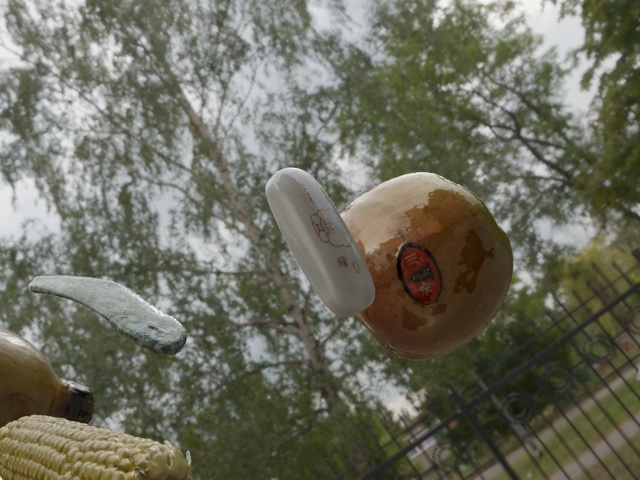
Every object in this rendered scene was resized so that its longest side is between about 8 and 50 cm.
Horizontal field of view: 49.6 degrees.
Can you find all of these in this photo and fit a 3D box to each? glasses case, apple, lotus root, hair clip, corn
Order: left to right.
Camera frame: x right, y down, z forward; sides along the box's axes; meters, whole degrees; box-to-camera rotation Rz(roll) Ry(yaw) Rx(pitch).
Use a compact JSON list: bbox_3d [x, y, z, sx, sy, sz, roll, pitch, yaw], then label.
[{"bbox_3d":[-0.448,0.197,0.927,0.310,0.183,0.183,20,-52,-31],"label":"lotus root"},{"bbox_3d":[-0.222,0.218,0.650,0.260,0.091,0.091,-1,-10,40],"label":"corn"},{"bbox_3d":[-0.246,0.073,0.784,0.066,0.229,0.036,-35,-43,-53],"label":"hair clip"},{"bbox_3d":[0.000,0.000,0.815,0.074,0.193,0.049,-14,-19,-48],"label":"glasses case"},{"bbox_3d":[0.181,0.036,1.228,0.305,0.338,0.338,-36,-18,-1],"label":"apple"}]

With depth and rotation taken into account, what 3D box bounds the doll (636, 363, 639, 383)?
[{"bbox_3d":[0.558,0.029,0.985,0.348,0.161,0.423,106,-172,-56],"label":"doll"}]
